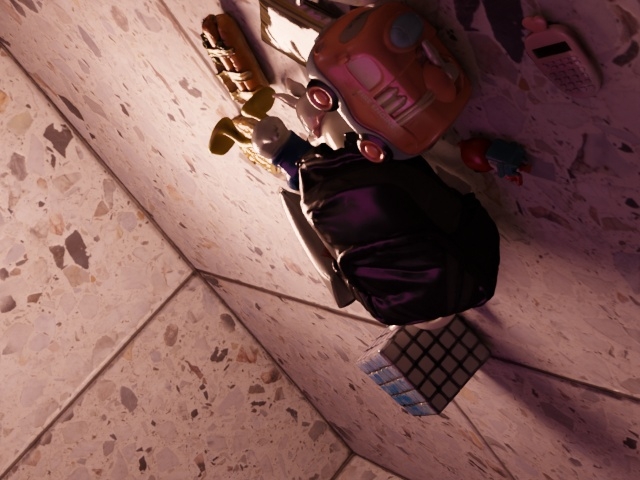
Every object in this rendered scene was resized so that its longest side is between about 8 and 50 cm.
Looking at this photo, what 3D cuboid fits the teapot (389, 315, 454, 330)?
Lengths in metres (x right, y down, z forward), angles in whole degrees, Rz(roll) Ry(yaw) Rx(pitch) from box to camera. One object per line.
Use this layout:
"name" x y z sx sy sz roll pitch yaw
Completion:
"teapot" 0.267 0.159 2.287 0.145 0.226 0.092 50 -160 -2

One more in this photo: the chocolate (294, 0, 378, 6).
"chocolate" 0.051 -0.444 1.444 0.147 0.221 0.221 24 162 -10

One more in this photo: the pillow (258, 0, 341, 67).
"pillow" -0.038 -0.416 1.797 0.208 0.052 0.212 33 160 14

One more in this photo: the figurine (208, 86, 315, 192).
"figurine" -0.044 -0.164 2.052 0.338 0.205 0.283 41 -175 32

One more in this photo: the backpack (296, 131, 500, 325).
"backpack" 0.148 -0.038 1.828 0.363 0.255 0.446 -16 132 29

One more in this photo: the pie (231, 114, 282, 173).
"pie" -0.163 -0.253 2.356 0.195 0.046 0.195 34 158 16

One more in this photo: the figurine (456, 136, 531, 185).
"figurine" 0.315 -0.153 1.675 0.140 0.068 0.075 22 155 38

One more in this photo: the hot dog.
"hot dog" -0.199 -0.407 2.056 0.109 0.072 0.269 5 144 33

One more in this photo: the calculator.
"calculator" 0.368 -0.282 1.387 0.166 0.024 0.103 47 159 -21

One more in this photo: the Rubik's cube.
"Rubik's cube" 0.272 0.312 2.439 0.237 0.238 0.237 44 161 -2

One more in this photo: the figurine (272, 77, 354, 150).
"figurine" 0.017 -0.257 1.928 0.235 0.127 0.155 29 176 34

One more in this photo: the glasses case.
"glasses case" -0.001 -0.001 2.055 0.308 0.083 0.128 60 -178 28

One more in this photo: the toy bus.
"toy bus" 0.130 -0.285 1.581 0.288 0.194 0.232 47 151 -12
